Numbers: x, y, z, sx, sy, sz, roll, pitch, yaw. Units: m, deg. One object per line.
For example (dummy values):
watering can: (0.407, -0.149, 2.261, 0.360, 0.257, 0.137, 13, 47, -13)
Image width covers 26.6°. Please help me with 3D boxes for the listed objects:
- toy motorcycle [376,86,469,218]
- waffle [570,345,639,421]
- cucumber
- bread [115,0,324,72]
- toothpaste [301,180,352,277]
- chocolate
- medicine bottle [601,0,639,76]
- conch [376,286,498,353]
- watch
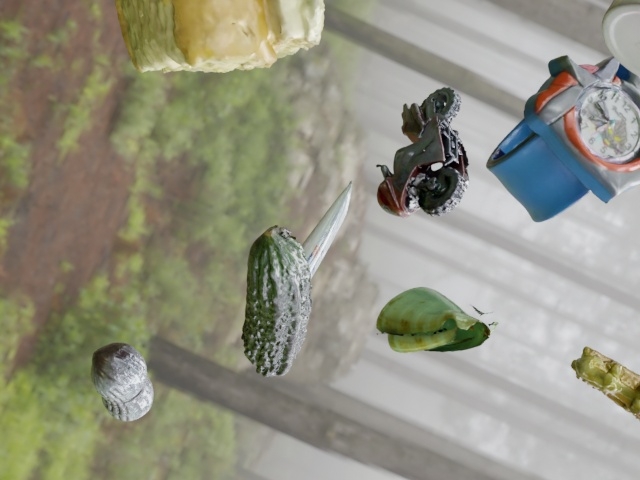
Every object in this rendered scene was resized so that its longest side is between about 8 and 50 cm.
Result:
toy motorcycle: (0.132, -0.106, 1.750, 0.122, 0.082, 0.213, -19, -136, 25)
waffle: (0.456, 0.229, 1.859, 0.058, 0.281, 0.301, -56, 149, 0)
cucumber: (-0.044, 0.066, 1.435, 0.265, 0.077, 0.077, 102, 11, -64)
bread: (-0.103, -0.324, 1.121, 0.236, 0.165, 0.375, -170, -110, -72)
toothpaste: (0.000, 0.000, 1.654, 0.218, 0.033, 0.052, -56, 162, -51)
chocolate: (-0.251, 0.179, 1.713, 0.167, 0.072, 0.072, 90, 21, -62)
medicine bottle: (0.456, -0.339, 1.554, 0.341, 0.130, 0.130, -53, 177, -23)
conch: (0.127, 0.098, 1.574, 0.170, 0.105, 0.079, 2, -74, 63)
watch: (0.422, -0.186, 2.217, 0.305, 0.241, 0.274, -44, -175, -30)
